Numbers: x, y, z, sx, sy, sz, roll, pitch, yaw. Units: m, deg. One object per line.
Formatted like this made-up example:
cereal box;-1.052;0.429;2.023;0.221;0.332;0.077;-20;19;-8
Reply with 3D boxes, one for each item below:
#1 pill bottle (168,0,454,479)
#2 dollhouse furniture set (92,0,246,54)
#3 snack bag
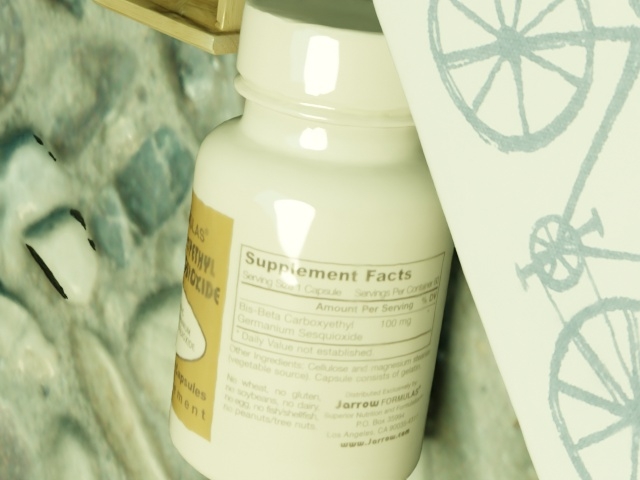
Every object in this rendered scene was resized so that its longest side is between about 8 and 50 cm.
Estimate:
pill bottle;0.000;0.000;0.797;0.131;0.131;0.229;24;114;39
dollhouse furniture set;-0.137;-0.179;0.816;0.212;0.242;0.161;27;117;39
snack bag;0.169;-0.020;0.559;0.342;0.037;0.323;-27;79;50
